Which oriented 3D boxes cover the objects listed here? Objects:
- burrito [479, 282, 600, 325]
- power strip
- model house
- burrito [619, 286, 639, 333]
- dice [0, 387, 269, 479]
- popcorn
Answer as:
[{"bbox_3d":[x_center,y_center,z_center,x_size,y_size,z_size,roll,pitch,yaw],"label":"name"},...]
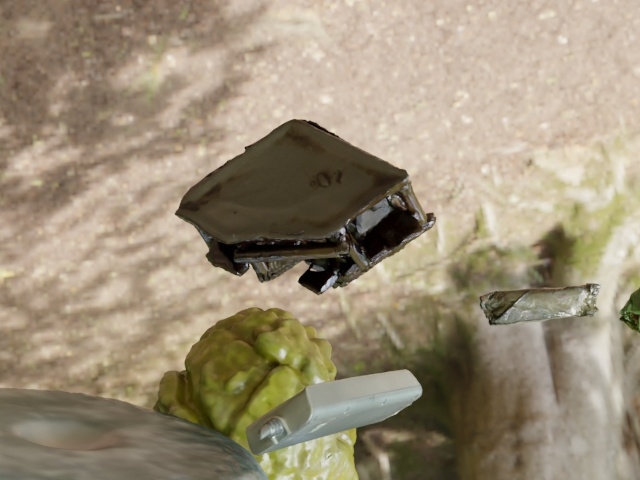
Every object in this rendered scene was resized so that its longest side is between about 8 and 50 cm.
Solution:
[{"bbox_3d":[0.316,0.091,1.602,0.171,0.051,0.042,-6,177,1],"label":"burrito"},{"bbox_3d":[0.011,0.134,0.881,0.060,0.027,0.253,-36,163,21],"label":"power strip"},{"bbox_3d":[0.000,0.000,1.746,0.317,0.297,0.282,-38,142,-2],"label":"model house"},{"bbox_3d":[0.506,0.041,1.427,0.054,0.104,0.288,9,136,-47],"label":"burrito"},{"bbox_3d":[-0.240,0.323,0.920,0.330,0.348,0.328,13,-173,32],"label":"dice"},{"bbox_3d":[-0.068,0.201,1.170,0.212,0.259,0.259,-6,166,-9],"label":"popcorn"}]
